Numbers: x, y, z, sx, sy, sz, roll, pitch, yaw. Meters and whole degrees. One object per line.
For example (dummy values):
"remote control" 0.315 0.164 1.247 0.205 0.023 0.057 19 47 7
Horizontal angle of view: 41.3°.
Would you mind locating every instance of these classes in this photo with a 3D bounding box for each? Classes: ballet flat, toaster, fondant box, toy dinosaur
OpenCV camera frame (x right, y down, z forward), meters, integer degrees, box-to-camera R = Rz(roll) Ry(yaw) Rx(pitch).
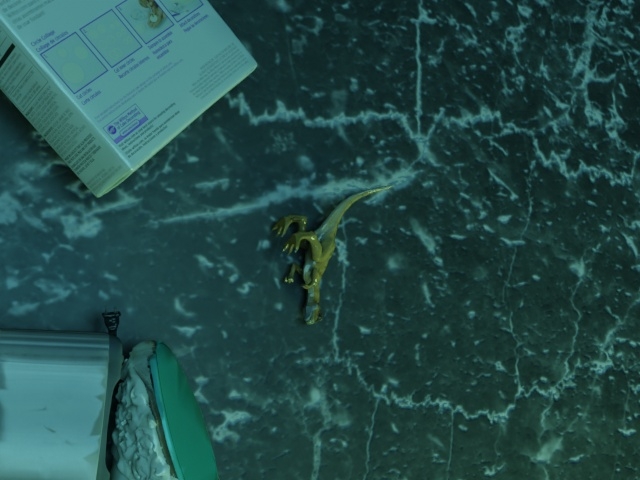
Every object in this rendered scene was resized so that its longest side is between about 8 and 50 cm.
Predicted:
"ballet flat" -0.161 0.319 0.940 0.147 0.147 0.409 -24 93 -25
"toaster" -0.293 0.176 0.891 0.146 0.129 0.227 8 82 -21
"fondant box" -0.260 -0.250 0.939 0.330 0.096 0.238 51 50 -12
"toy dinosaur" 0.000 0.000 1.091 0.112 0.064 0.212 27 82 -38
